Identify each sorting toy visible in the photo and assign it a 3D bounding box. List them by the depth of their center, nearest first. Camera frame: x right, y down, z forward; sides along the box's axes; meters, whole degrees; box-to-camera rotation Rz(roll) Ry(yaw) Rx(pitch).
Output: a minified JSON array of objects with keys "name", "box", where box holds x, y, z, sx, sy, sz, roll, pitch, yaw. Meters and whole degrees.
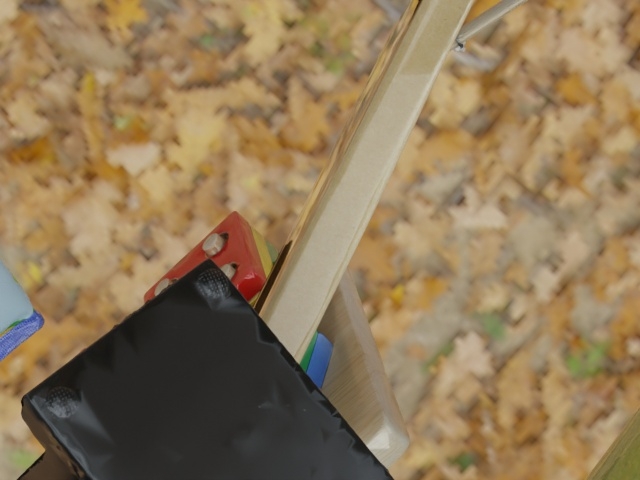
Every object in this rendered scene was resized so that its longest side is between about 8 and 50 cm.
[{"name":"sorting toy","box":[-0.087,0.120,1.271,0.257,0.255,0.089,-42,117,12]}]

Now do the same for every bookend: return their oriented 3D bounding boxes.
[{"name":"bookend","box":[-0.035,0.112,0.586,0.072,0.156,0.157,-38,176,-34]}]

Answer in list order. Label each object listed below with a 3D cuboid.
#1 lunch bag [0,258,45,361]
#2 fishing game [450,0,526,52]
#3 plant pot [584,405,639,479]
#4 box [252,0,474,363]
[{"name":"lunch bag","box":[-0.187,0.021,0.628,0.151,0.096,0.129,-41,115,-23]},{"name":"fishing game","box":[0.031,-0.205,0.912,0.189,0.041,0.264,-34,124,23]},{"name":"plant pot","box":[0.225,0.208,1.103,0.276,0.276,0.254,28,92,-46]},{"name":"box","box":[0.000,0.000,0.711,0.021,0.164,0.201,27,82,-2]}]
